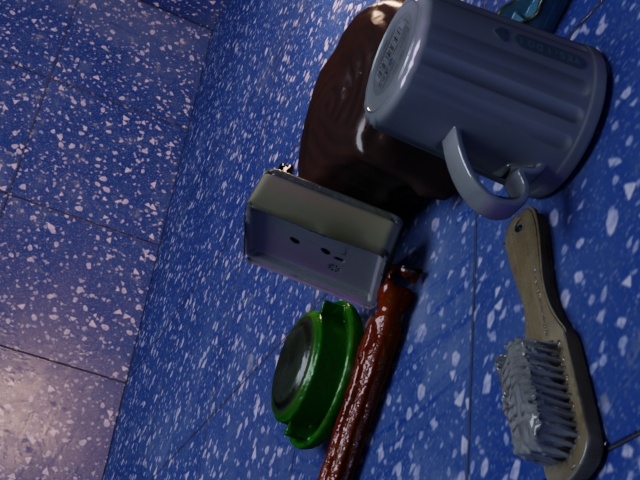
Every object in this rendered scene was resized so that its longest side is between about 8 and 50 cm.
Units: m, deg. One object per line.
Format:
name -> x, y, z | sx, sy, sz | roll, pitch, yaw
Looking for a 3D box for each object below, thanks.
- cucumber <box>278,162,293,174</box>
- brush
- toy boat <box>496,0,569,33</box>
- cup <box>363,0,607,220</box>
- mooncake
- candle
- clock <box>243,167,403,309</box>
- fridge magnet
cucumber -> -0.082, -0.092, 2.070 | 0.034, 0.033, 0.135 | -14, 58, 67
brush -> 0.192, 0.079, 0.961 | 0.327, 0.065, 0.070 | -87, 23, -49
toy boat -> 0.227, -0.264, 1.204 | 0.075, 0.077, 0.185 | -105, 38, -61
cup -> 0.164, -0.141, 1.047 | 0.221, 0.202, 0.167 | -101, 33, -63
mooncake -> 0.081, -0.151, 1.388 | 0.334, 0.174, 0.326 | -67, 19, 8
candle -> 0.053, 0.186, 1.302 | 0.051, 0.048, 0.329 | 35, -106, -79
clock -> 0.000, 0.000, 1.366 | 0.147, 0.192, 0.071 | 97, -164, -59
fridge magnet -> -0.004, 0.178, 1.418 | 0.208, 0.088, 0.208 | -160, 90, -74
